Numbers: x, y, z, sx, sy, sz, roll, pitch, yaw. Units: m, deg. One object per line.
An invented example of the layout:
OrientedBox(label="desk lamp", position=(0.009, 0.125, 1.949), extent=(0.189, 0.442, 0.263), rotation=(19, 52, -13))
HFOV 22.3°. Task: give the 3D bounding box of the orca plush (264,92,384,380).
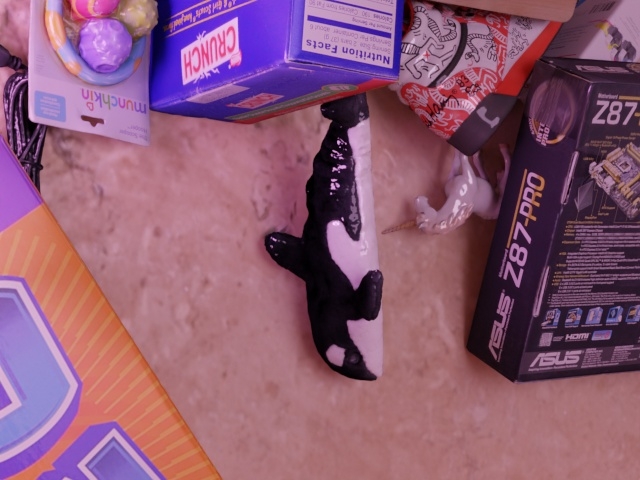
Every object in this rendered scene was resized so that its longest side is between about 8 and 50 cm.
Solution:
OrientedBox(label="orca plush", position=(0.000, 0.000, 1.482), extent=(0.102, 0.151, 0.287), rotation=(-5, 127, -4))

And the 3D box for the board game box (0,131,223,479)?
OrientedBox(label="board game box", position=(-0.309, 0.170, 1.068), extent=(0.356, 0.356, 0.357), rotation=(-37, 109, -21))

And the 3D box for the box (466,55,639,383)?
OrientedBox(label="box", position=(0.357, -0.020, 1.691), extent=(0.395, 0.097, 0.318), rotation=(-2, 114, -35))

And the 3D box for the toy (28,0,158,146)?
OrientedBox(label="toy", position=(-0.182, -0.210, 1.385), extent=(0.137, 0.056, 0.237), rotation=(10, 72, -48))

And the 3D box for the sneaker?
OrientedBox(label="sneaker", position=(0.151, -0.214, 1.625), extent=(0.145, 0.090, 0.270), rotation=(38, 49, -6))

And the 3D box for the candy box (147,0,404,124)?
OrientedBox(label="candy box", position=(-0.039, -0.274, 1.383), extent=(0.122, 0.268, 0.317), rotation=(8, 83, -30))

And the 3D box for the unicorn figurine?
OrientedBox(label="unicorn figurine", position=(0.147, -0.052, 1.631), extent=(0.162, 0.060, 0.111), rotation=(11, 76, -32))

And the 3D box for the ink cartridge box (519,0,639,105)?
OrientedBox(label="ink cartridge box", position=(0.270, -0.188, 1.702), extent=(0.061, 0.104, 0.181), rotation=(51, 62, -23))

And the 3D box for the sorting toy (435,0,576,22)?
OrientedBox(label="sorting toy", position=(0.143, -0.359, 1.546), extent=(0.257, 0.089, 0.255), rotation=(7, 111, -21))

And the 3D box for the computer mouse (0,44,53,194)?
OrientedBox(label="computer mouse", position=(-0.323, -0.092, 1.293), extent=(0.262, 0.060, 0.184), rotation=(13, 80, -35))
